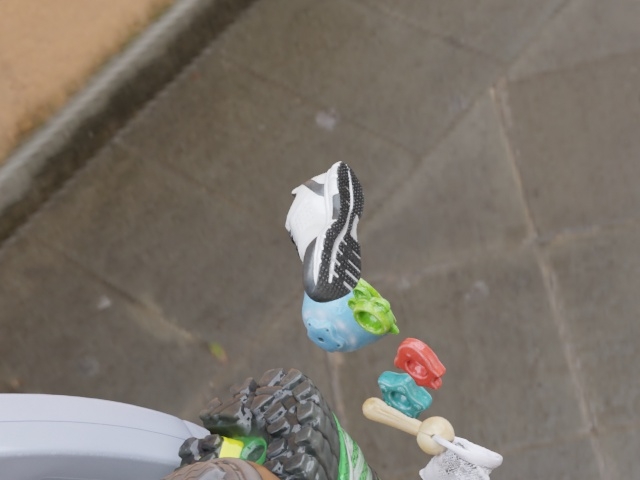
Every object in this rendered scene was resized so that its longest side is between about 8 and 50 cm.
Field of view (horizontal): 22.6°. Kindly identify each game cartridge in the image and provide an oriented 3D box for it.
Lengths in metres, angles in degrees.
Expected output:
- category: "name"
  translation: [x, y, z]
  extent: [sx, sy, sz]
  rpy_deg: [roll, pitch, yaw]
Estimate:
- category: "game cartridge"
  translation: [-0.186, 0.177, 0.975]
  extent: [0.196, 0.294, 0.060]
  rpy_deg: [-49, 51, 26]

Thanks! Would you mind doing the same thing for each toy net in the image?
- category: "toy net"
  translation: [0.078, 0.113, 1.169]
  extent: [0.122, 0.232, 0.045]
  rpy_deg: [-15, 31, 53]

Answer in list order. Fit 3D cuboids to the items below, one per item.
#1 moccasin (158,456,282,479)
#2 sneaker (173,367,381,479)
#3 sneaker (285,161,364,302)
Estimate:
- category: "moccasin"
  translation: [0.002, 0.233, 0.461]
  extent: [0.139, 0.147, 0.380]
  rpy_deg: [-39, 46, 17]
- category: "sneaker"
  translation: [-0.004, 0.234, 0.864]
  extent: [0.134, 0.146, 0.343]
  rpy_deg: [-25, 37, 29]
- category: "sneaker"
  translation: [0.000, 0.000, 0.982]
  extent: [0.043, 0.040, 0.109]
  rpy_deg: [-21, 36, 25]
